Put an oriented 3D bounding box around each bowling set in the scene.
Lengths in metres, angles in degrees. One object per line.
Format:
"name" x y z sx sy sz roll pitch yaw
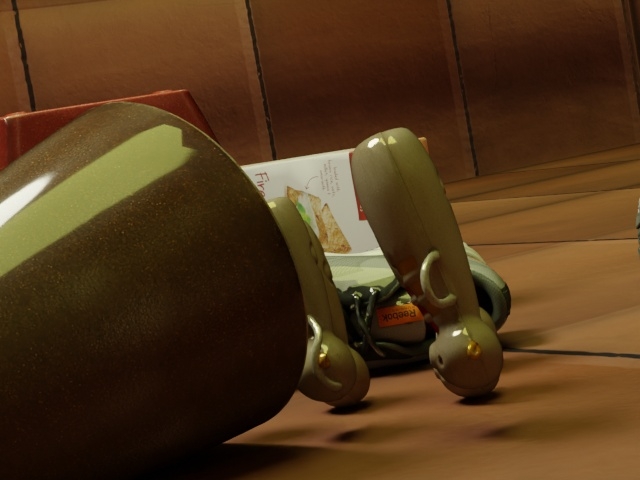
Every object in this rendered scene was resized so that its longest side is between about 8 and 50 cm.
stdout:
"bowling set" 0.011 0.051 1.055 0.200 0.154 0.287 -23 -10 8

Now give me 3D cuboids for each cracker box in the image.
"cracker box" 0.000 0.000 1.520 0.232 0.155 0.067 -7 5 39

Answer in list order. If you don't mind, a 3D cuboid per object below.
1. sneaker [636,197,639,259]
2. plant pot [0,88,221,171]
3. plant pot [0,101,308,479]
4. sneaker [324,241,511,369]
"sneaker" 0.329 -0.010 1.375 0.115 0.090 0.232 -6 5 1
"plant pot" -0.211 0.000 1.479 0.267 0.235 0.267 -12 4 -33
"plant pot" -0.163 0.062 0.934 0.215 0.215 0.230 -6 19 45
"sneaker" 0.010 0.052 1.222 0.272 0.100 0.108 -11 9 -15
